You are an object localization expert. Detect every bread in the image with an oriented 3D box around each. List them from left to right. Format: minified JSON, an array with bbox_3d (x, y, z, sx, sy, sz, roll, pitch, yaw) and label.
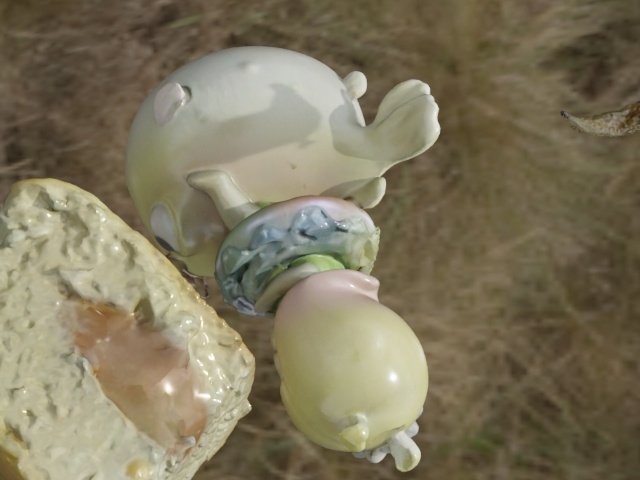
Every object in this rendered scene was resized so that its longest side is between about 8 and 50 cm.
[{"bbox_3d":[-0.166,0.104,1.389,0.224,0.211,0.183,41,76,15],"label":"bread"}]

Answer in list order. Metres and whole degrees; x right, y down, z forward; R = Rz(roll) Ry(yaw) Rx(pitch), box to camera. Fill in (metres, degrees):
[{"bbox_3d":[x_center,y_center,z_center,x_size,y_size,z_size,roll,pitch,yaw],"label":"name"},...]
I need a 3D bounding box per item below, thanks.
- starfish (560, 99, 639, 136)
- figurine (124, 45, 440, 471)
[{"bbox_3d":[0.294,-0.094,1.296,0.236,0.277,0.062,-69,143,-62],"label":"starfish"},{"bbox_3d":[0.000,0.000,1.543,0.226,0.274,0.394,26,33,-46],"label":"figurine"}]
